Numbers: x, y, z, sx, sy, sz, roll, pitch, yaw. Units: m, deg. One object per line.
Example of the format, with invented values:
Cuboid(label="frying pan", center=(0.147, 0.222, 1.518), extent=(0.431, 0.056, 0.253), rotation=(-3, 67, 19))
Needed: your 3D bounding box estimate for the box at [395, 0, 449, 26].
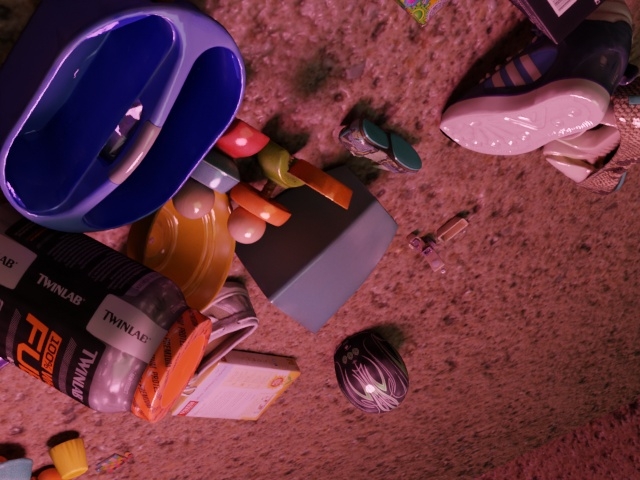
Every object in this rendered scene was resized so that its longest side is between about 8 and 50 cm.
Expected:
Cuboid(label="box", center=(0.027, -0.408, 0.766), extent=(0.177, 0.290, 0.279), rotation=(-42, 144, 16))

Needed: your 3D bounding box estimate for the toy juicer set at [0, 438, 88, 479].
Cuboid(label="toy juicer set", center=(-0.628, 0.470, 1.558), extent=(0.329, 0.090, 0.209), rotation=(-9, 153, -40))

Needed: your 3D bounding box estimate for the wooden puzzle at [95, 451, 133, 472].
Cuboid(label="wooden puzzle", center=(-0.448, 0.480, 1.755), extent=(0.083, 0.006, 0.049), rotation=(-34, 145, 5))

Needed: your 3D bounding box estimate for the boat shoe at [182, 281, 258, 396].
Cuboid(label="boat shoe", center=(-0.237, 0.211, 1.493), extent=(0.320, 0.103, 0.118), rotation=(-43, 143, 17))

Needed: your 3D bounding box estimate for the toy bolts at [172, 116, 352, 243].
Cuboid(label="toy bolts", center=(-0.095, -0.066, 1.164), extent=(0.228, 0.218, 0.159), rotation=(29, 94, -43))

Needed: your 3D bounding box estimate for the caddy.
Cuboid(label="caddy", center=(-0.245, -0.155, 0.978), extent=(0.241, 0.179, 0.341), rotation=(15, 125, -46))

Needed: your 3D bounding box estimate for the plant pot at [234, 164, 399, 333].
Cuboid(label="plant pot", center=(0.000, 0.000, 1.366), extent=(0.234, 0.165, 0.165), rotation=(-42, 144, 4))

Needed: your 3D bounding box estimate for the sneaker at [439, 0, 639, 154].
Cuboid(label="sneaker", center=(0.350, -0.277, 1.302), extent=(0.130, 0.236, 0.322), rotation=(33, 158, -28))

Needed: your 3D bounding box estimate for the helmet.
Cuboid(label="helmet", center=(0.116, 0.301, 1.805), extent=(0.169, 0.162, 0.169), rotation=(-19, 143, -15))

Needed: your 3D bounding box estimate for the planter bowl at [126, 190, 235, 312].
Cuboid(label="planter bowl", center=(-0.227, 0.007, 1.230), extent=(0.217, 0.090, 0.217), rotation=(-31, 126, -54))

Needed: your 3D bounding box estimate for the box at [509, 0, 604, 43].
Cuboid(label="box", center=(0.284, -0.375, 1.103), extent=(0.093, 0.158, 0.156), rotation=(-43, 142, 16))

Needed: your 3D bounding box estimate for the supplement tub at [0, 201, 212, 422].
Cuboid(label="supplement tub", center=(-0.314, 0.097, 1.060), extent=(0.194, 0.316, 0.193), rotation=(-61, 171, -16))

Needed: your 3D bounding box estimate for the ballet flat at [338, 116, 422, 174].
Cuboid(label="ballet flat", center=(0.095, -0.151, 1.339), extent=(0.070, 0.070, 0.188), rotation=(-43, 141, 18))

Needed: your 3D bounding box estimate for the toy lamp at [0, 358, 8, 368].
Cuboid(label="toy lamp", center=(-0.604, 0.205, 1.251), extent=(0.274, 0.080, 0.080), rotation=(-20, 144, -10))

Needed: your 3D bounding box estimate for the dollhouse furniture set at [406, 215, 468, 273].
Cuboid(label="dollhouse furniture set", center=(0.246, 0.005, 1.605), extent=(0.114, 0.081, 0.091), rotation=(-39, 144, 12))

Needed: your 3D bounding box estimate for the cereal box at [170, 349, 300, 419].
Cuboid(label="cereal box", center=(-0.179, 0.304, 1.697), extent=(0.240, 0.047, 0.173), rotation=(18, 123, -46))

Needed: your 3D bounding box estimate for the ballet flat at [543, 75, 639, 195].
Cuboid(label="ballet flat", center=(0.497, -0.186, 1.443), extent=(0.181, 0.164, 0.483), rotation=(0, 172, 2))
